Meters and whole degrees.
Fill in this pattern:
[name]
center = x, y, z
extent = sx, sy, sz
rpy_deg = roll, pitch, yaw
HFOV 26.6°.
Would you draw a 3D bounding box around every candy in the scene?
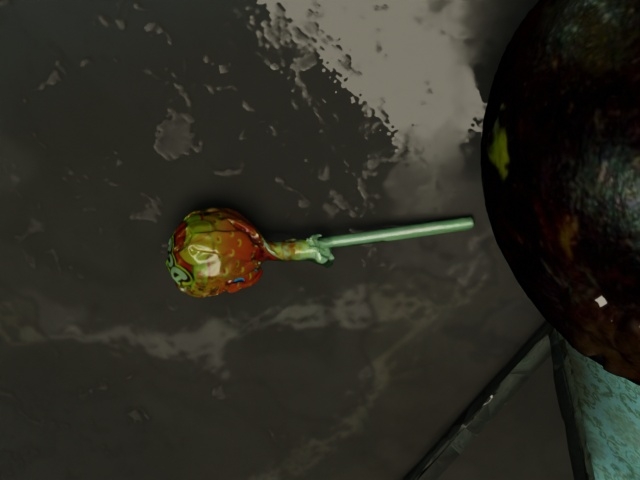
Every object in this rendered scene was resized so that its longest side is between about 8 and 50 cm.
[candy]
center = 0.000, 0.000, 0.874
extent = 0.201, 0.060, 0.060
rpy_deg = -6, 116, -2

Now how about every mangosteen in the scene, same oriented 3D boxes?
[mangosteen]
center = 0.228, -0.048, 0.720
extent = 0.288, 0.288, 0.288
rpy_deg = 2, 116, 3

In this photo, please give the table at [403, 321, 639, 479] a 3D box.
[table]
center = 0.162, 0.270, 0.830
extent = 0.222, 0.335, 0.272
rpy_deg = 33, 115, -12
